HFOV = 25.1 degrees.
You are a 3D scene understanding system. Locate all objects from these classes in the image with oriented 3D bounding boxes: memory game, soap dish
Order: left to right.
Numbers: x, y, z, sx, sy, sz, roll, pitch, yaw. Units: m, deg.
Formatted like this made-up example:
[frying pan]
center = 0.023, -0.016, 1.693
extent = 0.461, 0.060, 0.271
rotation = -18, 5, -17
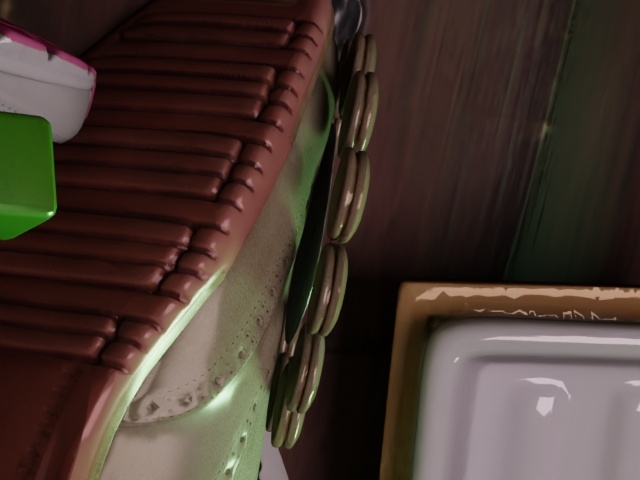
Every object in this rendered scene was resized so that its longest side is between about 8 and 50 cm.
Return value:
[memory game]
center = 0.000, 0.000, 0.627
extent = 0.012, 0.186, 0.186
rotation = 11, 101, -6
[soap dish]
center = 0.168, 0.126, 0.771
extent = 0.291, 0.118, 0.229
rotation = 2, 106, -9

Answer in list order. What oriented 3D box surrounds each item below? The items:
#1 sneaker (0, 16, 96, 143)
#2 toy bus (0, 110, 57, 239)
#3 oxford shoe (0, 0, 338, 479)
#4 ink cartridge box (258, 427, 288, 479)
[sneaker]
center = -0.201, -0.038, 0.498
extent = 0.252, 0.103, 0.111
rotation = -3, 110, -29
[toy bus]
center = -0.179, -0.042, 0.380
extent = 0.191, 0.202, 0.104
rotation = 1, 76, -24
[oxford shoe]
center = -0.083, 0.066, 0.583
extent = 0.146, 0.140, 0.397
rotation = 47, 62, -47
[ink cartridge box]
center = -0.082, 0.162, 0.681
extent = 0.198, 0.067, 0.115
rotation = -32, 123, -25
